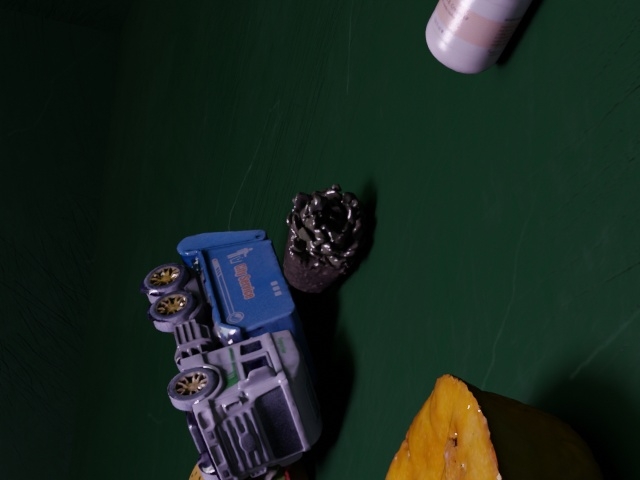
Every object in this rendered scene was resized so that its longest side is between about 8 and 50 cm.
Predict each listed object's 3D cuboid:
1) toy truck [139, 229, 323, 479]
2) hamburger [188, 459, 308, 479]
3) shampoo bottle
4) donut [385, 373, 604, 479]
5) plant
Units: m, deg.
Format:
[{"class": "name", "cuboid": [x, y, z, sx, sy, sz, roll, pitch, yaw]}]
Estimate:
[{"class": "toy truck", "cuboid": [-0.106, 0.123, 1.434, 0.367, 0.175, 0.146, -113, 4, -56]}, {"class": "hamburger", "cuboid": [-0.095, 0.320, 1.415, 0.175, 0.136, 0.175, -168, 90, -75]}, {"class": "shampoo bottle", "cuboid": [0.158, -0.235, 1.038, 0.192, 0.074, 0.074, 117, 155, -43]}, {"class": "donut", "cuboid": [0.115, 0.239, 0.857, 0.277, 0.108, 0.278, -171, 90, -73]}, {"class": "plant", "cuboid": [0.000, 0.000, 1.371, 0.143, 0.094, 0.092, 117, 166, -54]}]
